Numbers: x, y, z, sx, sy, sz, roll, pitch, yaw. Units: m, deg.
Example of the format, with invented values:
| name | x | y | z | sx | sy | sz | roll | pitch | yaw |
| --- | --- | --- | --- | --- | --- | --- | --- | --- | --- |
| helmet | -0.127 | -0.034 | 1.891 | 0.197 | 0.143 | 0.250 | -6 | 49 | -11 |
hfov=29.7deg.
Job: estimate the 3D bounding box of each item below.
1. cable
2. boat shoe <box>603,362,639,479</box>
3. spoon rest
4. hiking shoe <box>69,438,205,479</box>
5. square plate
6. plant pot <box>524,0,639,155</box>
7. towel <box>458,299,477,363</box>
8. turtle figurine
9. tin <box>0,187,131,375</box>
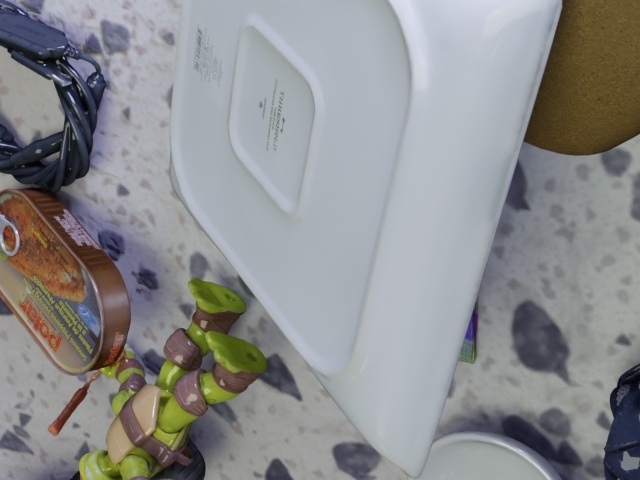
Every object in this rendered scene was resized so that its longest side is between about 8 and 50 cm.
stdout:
| name | x | y | z | sx | sy | sz | roll | pitch | yaw |
| --- | --- | --- | --- | --- | --- | --- | --- | --- | --- |
| cable | -0.260 | -0.121 | 0.998 | 0.185 | 0.047 | 0.150 | 21 | 127 | 16 |
| boat shoe | 0.264 | 0.085 | 0.745 | 0.158 | 0.127 | 0.340 | 12 | 119 | 15 |
| spoon rest | 0.179 | 0.253 | 0.904 | 0.276 | 0.084 | 0.137 | 42 | 126 | 4 |
| hiking shoe | -0.159 | 0.247 | 1.101 | 0.114 | 0.086 | 0.227 | 50 | 136 | -11 |
| square plate | -0.013 | -0.077 | 0.755 | 0.344 | 0.049 | 0.347 | 48 | 140 | 40 |
| plant pot | 0.171 | -0.168 | 0.636 | 0.237 | 0.237 | 0.254 | 36 | 139 | 9 |
| towel | 0.089 | 0.053 | 0.903 | 0.060 | 0.009 | 0.083 | 9 | 117 | 25 |
| turtle figurine | -0.132 | 0.150 | 0.969 | 0.087 | 0.269 | 0.217 | 33 | 111 | -22 |
| tin | -0.224 | 0.032 | 1.014 | 0.189 | 0.040 | 0.106 | 45 | 122 | 30 |
